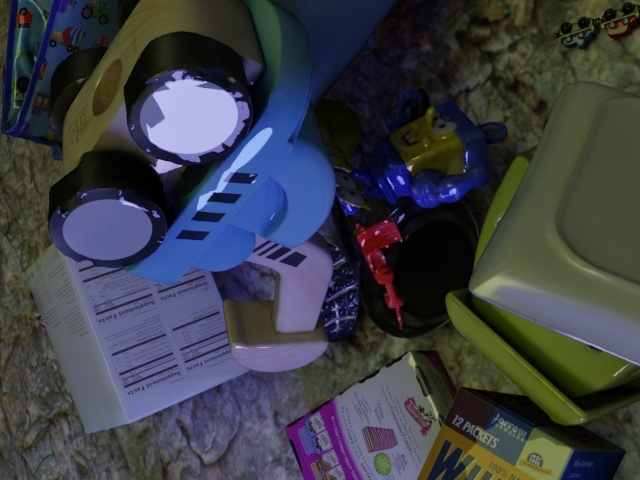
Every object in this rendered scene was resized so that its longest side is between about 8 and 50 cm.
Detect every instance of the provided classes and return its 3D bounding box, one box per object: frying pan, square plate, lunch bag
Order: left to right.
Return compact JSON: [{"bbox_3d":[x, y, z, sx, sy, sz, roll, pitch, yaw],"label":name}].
[{"bbox_3d":[-0.402,-0.276,1.464,0.138,0.221,0.293,11,92,37],"label":"lunch bag"},{"bbox_3d":[0.118,-0.021,1.161,0.197,0.053,0.326,-37,50,32],"label":"frying pan"},{"bbox_3d":[0.345,-0.011,0.774,0.344,0.347,0.049,22,137,13],"label":"square plate"}]

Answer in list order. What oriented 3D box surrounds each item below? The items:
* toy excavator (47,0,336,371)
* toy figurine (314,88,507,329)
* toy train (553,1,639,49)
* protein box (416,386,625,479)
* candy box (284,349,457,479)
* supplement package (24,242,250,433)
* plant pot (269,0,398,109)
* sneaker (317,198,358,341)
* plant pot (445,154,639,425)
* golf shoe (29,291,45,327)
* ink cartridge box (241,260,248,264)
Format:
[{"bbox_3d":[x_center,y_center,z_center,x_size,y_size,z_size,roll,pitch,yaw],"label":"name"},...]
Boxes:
[{"bbox_3d":[-0.084,-0.033,0.956,0.433,0.445,0.222,-47,39,30],"label":"toy excavator"},{"bbox_3d":[0.122,-0.088,1.070,0.217,0.191,0.362,-24,30,2],"label":"toy figurine"},{"bbox_3d":[0.351,-0.255,1.026,0.158,0.027,0.036,-11,90,35],"label":"toy train"},{"bbox_3d":[0.206,0.285,0.958,0.136,0.200,0.201,26,94,35],"label":"protein box"},{"bbox_3d":[0.080,0.265,1.146,0.233,0.071,0.159,-36,65,29],"label":"candy box"},{"bbox_3d":[-0.270,0.115,1.273,0.199,0.198,0.262,-27,84,56],"label":"supplement package"},{"bbox_3d":[-0.042,-0.340,1.072,0.341,0.341,0.334,25,80,35],"label":"plant pot"},{"bbox_3d":[0.000,0.000,1.219,0.110,0.122,0.283,-10,102,21],"label":"sneaker"},{"bbox_3d":[0.285,0.057,0.928,0.228,0.227,0.207,43,117,31],"label":"plant pot"},{"bbox_3d":[-0.439,0.139,1.556,0.186,0.067,0.086,16,122,36],"label":"golf shoe"},{"bbox_3d":[-0.140,-0.036,1.294,0.191,0.082,0.139,-19,73,55],"label":"ink cartridge box"}]
